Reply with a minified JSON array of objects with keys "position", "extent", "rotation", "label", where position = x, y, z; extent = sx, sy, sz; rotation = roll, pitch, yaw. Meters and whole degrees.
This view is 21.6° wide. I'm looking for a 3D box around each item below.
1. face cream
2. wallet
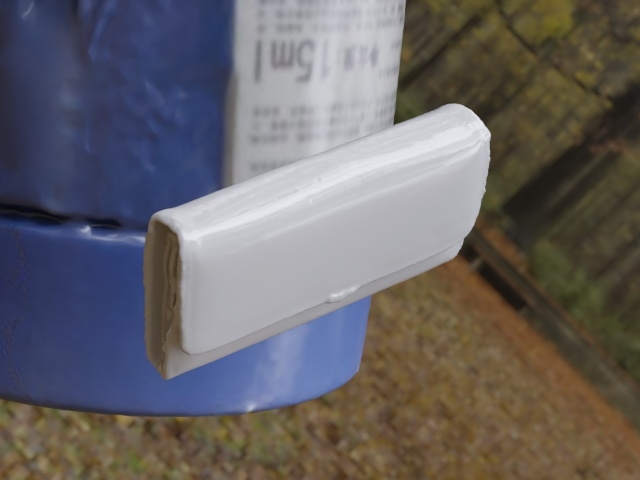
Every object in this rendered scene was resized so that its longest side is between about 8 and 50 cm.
[{"position":[-0.088,-0.059,0.797],"extent":[0.249,0.225,0.249],"rotation":[7,11,-1],"label":"face cream"},{"position":[0.000,0.000,0.523],"extent":[0.122,0.061,0.025],"rotation":[-22,47,-33],"label":"wallet"}]
